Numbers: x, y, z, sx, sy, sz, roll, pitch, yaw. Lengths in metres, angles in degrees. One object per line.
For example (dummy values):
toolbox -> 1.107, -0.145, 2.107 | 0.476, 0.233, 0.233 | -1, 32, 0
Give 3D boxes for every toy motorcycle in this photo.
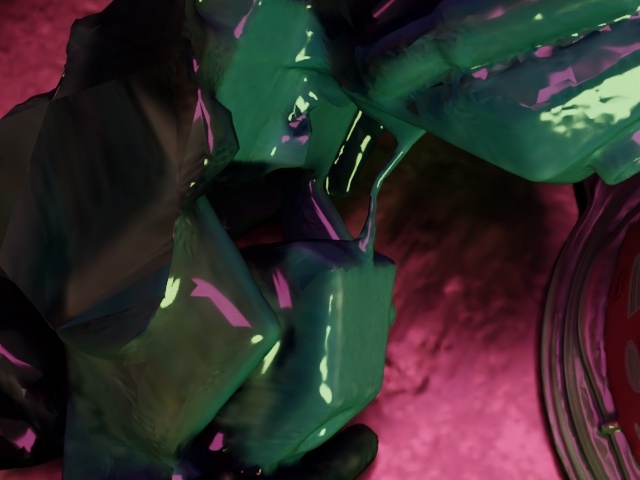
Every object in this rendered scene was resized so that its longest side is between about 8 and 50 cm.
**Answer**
toy motorcycle -> 0.000, 0.000, 0.538 | 0.416, 0.172, 0.232 | -36, 76, 18

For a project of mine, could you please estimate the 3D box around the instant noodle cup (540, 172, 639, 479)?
instant noodle cup -> 0.223, 0.031, 0.534 | 0.258, 0.181, 0.302 | -42, 76, -10
